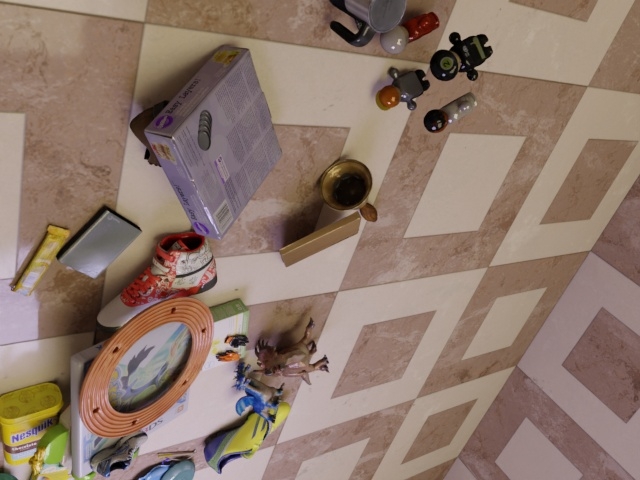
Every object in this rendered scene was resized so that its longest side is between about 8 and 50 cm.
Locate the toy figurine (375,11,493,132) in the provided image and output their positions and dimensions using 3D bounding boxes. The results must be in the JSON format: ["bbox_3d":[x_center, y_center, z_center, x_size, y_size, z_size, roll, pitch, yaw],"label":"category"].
[{"bbox_3d":[0.220,-0.338,1.243,0.148,0.213,0.209,-33,147,-31],"label":"toy figurine"}]

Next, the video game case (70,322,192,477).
[{"bbox_3d":[-0.399,0.320,1.325,0.300,0.036,0.328,-25,136,-48],"label":"video game case"}]

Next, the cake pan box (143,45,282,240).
[{"bbox_3d":[-0.175,-0.169,1.094,0.245,0.070,0.266,-58,150,-29],"label":"cake pan box"}]

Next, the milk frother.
[{"bbox_3d":[0.101,-0.425,1.122,0.143,0.134,0.129,-11,133,-33],"label":"milk frother"}]

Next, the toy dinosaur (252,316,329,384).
[{"bbox_3d":[-0.090,0.334,1.681,0.201,0.127,0.295,-21,152,-11],"label":"toy dinosaur"}]

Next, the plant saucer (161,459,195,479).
[{"bbox_3d":[-0.410,0.695,1.769,0.119,0.021,0.119,-28,134,-33],"label":"plant saucer"}]

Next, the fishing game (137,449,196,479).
[{"bbox_3d":[-0.477,0.716,1.763,0.189,0.041,0.264,10,109,-47],"label":"fishing game"}]

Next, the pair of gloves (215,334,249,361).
[{"bbox_3d":[-0.218,0.268,1.507,0.074,0.010,0.083,11,115,-46],"label":"pair of gloves"}]

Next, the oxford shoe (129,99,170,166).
[{"bbox_3d":[-0.268,-0.164,1.115,0.096,0.082,0.227,-18,146,11],"label":"oxford shoe"}]

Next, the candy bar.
[{"bbox_3d":[-0.518,0.041,1.123,0.040,0.018,0.161,23,109,-45],"label":"candy bar"}]

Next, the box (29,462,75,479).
[{"bbox_3d":[-0.658,0.591,1.493,0.105,0.043,0.179,5,124,-42],"label":"box"}]

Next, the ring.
[{"bbox_3d":[-0.356,0.260,1.269,0.337,0.032,0.336,-41,147,-34],"label":"ring"}]

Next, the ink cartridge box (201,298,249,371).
[{"bbox_3d":[-0.293,0.247,1.475,0.235,0.056,0.171,-17,135,-31],"label":"ink cartridge box"}]

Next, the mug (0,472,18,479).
[{"bbox_3d":[-0.750,0.602,1.382,0.130,0.097,0.157,15,115,-47],"label":"mug"}]

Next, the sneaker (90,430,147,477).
[{"bbox_3d":[-0.426,0.468,1.322,0.135,0.058,0.052,-29,140,-45],"label":"sneaker"}]

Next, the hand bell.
[{"bbox_3d":[0.097,-0.093,1.476,0.126,0.126,0.242,-45,154,3],"label":"hand bell"}]

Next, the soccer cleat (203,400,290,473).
[{"bbox_3d":[-0.204,0.585,1.805,0.289,0.121,0.093,-28,139,-17],"label":"soccer cleat"}]

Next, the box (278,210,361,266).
[{"bbox_3d":[0.000,0.000,1.431,0.201,0.021,0.164,-25,169,-5],"label":"box"}]

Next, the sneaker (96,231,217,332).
[{"bbox_3d":[-0.342,0.075,1.249,0.270,0.090,0.144,-25,137,-26],"label":"sneaker"}]

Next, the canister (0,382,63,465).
[{"bbox_3d":[-0.626,0.400,1.320,0.126,0.073,0.169,-12,134,-34],"label":"canister"}]

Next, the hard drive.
[{"bbox_3d":[-0.422,0.005,1.167,0.135,0.022,0.094,-45,141,3],"label":"hard drive"}]

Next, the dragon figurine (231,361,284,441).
[{"bbox_3d":[-0.184,0.446,1.701,0.144,0.085,0.289,14,135,3],"label":"dragon figurine"}]

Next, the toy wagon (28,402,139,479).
[{"bbox_3d":[-0.495,0.409,1.364,0.344,0.068,0.267,-12,125,-54],"label":"toy wagon"}]
